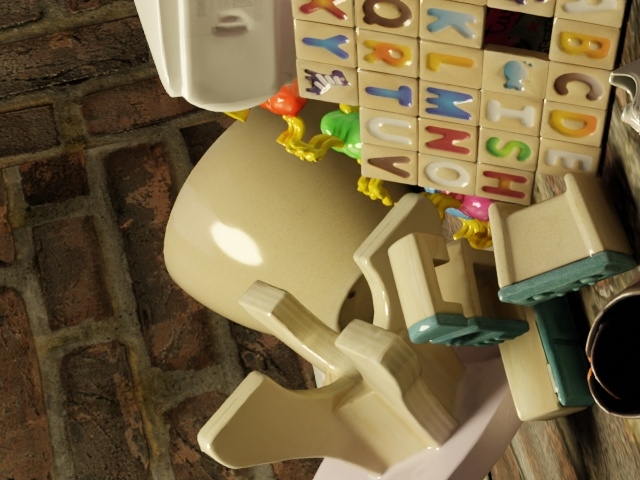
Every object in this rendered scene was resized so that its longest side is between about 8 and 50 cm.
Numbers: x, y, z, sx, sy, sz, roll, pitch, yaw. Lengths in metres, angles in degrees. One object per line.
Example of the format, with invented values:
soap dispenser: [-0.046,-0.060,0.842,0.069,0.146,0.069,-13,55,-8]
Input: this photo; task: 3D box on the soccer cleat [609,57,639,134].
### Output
soccer cleat: [0.179,-0.062,0.907,0.029,0.035,0.083,87,168,-60]

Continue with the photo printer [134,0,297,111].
photo printer: [-0.091,-0.270,1.222,0.307,0.107,0.256,-113,19,-57]

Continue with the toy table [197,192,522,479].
toy table: [0.040,0.111,1.316,0.161,0.274,0.252,45,157,-24]

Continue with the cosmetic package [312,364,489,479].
cosmetic package: [0.084,0.195,1.846,0.151,0.151,0.184,-123,21,-76]

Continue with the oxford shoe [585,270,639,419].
oxford shoe: [0.175,0.046,0.880,0.271,0.098,0.097,115,141,-81]

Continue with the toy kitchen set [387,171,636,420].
toy kitchen set: [0.166,0.044,1.168,0.207,0.166,0.122,7,-115,-57]

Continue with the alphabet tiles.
alphabet tiles: [0.081,-0.099,1.065,0.237,0.198,0.009,86,-163,-57]

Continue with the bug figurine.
bug figurine: [0.057,-0.070,1.434,0.072,0.279,0.216,-60,23,3]

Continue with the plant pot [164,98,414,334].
plant pot: [0.000,0.000,1.846,0.191,0.284,0.284,42,157,28]

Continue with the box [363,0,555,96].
box: [0.070,-0.231,1.054,0.247,0.142,0.163,85,170,-58]
